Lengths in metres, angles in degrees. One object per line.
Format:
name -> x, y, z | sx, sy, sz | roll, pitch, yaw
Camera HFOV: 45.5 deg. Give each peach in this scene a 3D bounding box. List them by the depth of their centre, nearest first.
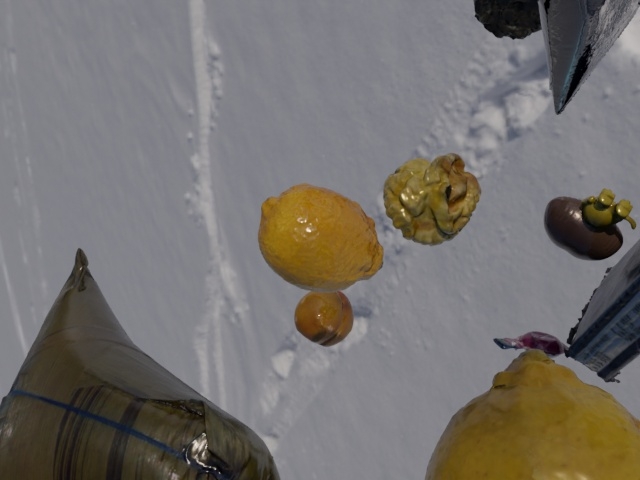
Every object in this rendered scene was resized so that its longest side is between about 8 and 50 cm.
peach -> 0.009, 0.171, 1.757 | 0.138, 0.138, 0.138 | 36, 132, 54

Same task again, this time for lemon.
lemon -> 0.168, 0.210, 0.567 | 0.188, 0.189, 0.256 | 161, 116, -64
lemon -> 0.000, 0.000, 1.028 | 0.142, 0.187, 0.142 | -58, 15, 25

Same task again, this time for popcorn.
popcorn -> 0.193, -0.075, 1.334 | 0.170, 0.180, 0.179 | 17, 115, 59

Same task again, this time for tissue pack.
tissue pack -> 0.573, 0.059, 1.285 | 0.122, 0.259, 0.361 | 33, 148, 12

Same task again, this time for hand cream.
hand cream -> 0.204, -0.187, 0.576 | 0.061, 0.270, 0.120 | 37, 94, 22

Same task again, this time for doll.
doll -> 0.476, -0.029, 1.325 | 0.145, 0.096, 0.188 | 38, 155, -19

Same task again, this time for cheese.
cheese -> 0.396, 0.194, 1.427 | 0.095, 0.145, 0.038 | -133, 49, -71

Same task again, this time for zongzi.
zongzi -> -0.140, 0.106, 0.602 | 0.260, 0.123, 0.289 | -14, 47, 27

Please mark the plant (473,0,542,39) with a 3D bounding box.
plant -> 0.302, -0.452, 1.197 | 0.149, 0.146, 0.274 | -15, 59, 29
